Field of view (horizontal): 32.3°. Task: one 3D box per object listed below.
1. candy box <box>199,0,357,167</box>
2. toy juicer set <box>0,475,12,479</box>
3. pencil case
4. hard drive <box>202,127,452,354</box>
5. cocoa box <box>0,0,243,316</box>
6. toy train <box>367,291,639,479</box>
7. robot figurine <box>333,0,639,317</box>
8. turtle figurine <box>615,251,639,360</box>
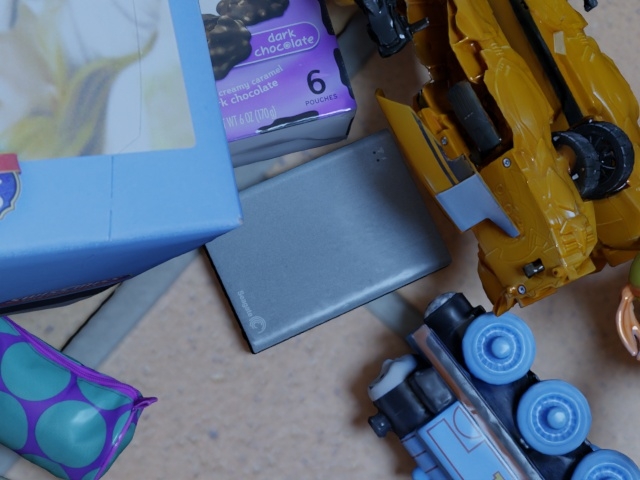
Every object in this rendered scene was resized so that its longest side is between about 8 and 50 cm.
[{"bbox_3d":[-0.086,-0.141,0.672,0.165,0.070,0.196,-15,81,-8],"label":"candy box"},{"bbox_3d":[-0.212,0.242,0.578,0.209,0.089,0.328,1,79,-5],"label":"toy juicer set"},{"bbox_3d":[-0.173,0.076,0.626,0.152,0.064,0.070,34,99,1],"label":"pencil case"},{"bbox_3d":[0.000,0.000,0.679,0.135,0.022,0.094,-24,83,-9],"label":"hard drive"},{"bbox_3d":[-0.247,-0.070,0.458,0.347,0.228,0.231,-8,83,-33],"label":"cocoa box"},{"bbox_3d":[0.105,0.121,0.640,0.105,0.080,0.184,-37,85,-5],"label":"toy train"},{"bbox_3d":[0.094,-0.109,0.650,0.211,0.085,0.291,-15,75,-46],"label":"robot figurine"},{"bbox_3d":[0.235,0.065,0.625,0.217,0.087,0.269,33,61,-28],"label":"turtle figurine"}]
